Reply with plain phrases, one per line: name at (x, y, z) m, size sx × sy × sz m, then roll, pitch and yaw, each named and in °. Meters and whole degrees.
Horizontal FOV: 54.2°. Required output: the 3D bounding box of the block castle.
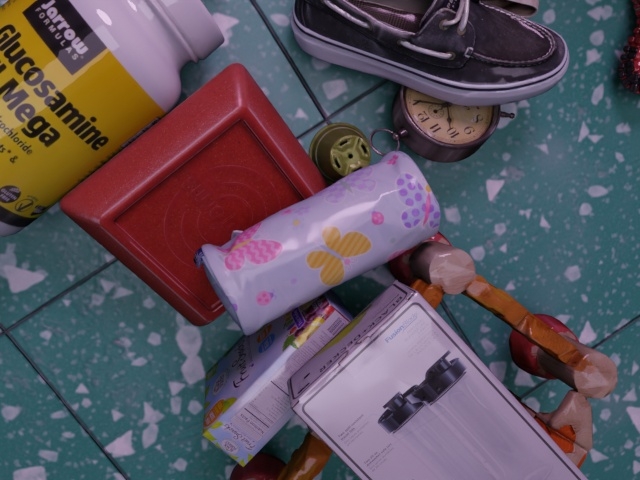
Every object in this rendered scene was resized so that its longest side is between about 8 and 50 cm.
block castle at (0.119, 0.238, 0.803) m, size 0.303 × 0.213 × 0.453 m, roll 35°, pitch 90°, yaw -7°

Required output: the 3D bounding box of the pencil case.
pencil case at (0.000, 0.000, 0.712) m, size 0.273 × 0.124 × 0.113 m, roll -27°, pitch 112°, yaw -9°

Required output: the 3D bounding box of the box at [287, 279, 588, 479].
box at (0.123, 0.201, 0.649) m, size 0.169 × 0.087 × 0.290 m, roll -44°, pitch 98°, yaw -1°

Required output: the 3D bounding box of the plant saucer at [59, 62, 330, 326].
plant saucer at (-0.120, -0.031, 0.748) m, size 0.259 × 0.047 × 0.258 m, roll -38°, pitch 128°, yaw 0°

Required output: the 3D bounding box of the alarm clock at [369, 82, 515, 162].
alarm clock at (0.140, -0.155, 0.787) m, size 0.192 × 0.064 × 0.129 m, roll -29°, pitch 79°, yaw -20°

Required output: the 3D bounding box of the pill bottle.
pill bottle at (-0.278, -0.173, 0.681) m, size 0.334 × 0.188 × 0.188 m, roll -39°, pitch 103°, yaw 0°

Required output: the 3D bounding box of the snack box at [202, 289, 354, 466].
snack box at (-0.052, 0.147, 0.775) m, size 0.070 × 0.174 × 0.207 m, roll 42°, pitch 91°, yaw -14°

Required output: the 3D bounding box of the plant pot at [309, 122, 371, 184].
plant pot at (0.032, -0.108, 0.793) m, size 0.083 × 0.079 × 0.083 m, roll -1°, pitch 99°, yaw -9°

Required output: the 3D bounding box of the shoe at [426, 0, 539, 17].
shoe at (0.172, -0.311, 0.776) m, size 0.219 × 0.076 × 0.058 m, roll -2°, pitch 78°, yaw -10°

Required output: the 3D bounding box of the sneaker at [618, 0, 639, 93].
sneaker at (0.469, -0.300, 0.833) m, size 0.093 × 0.088 × 0.225 m, roll 9°, pitch 99°, yaw -30°

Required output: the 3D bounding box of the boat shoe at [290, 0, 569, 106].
boat shoe at (0.127, -0.244, 0.719) m, size 0.335 × 0.119 × 0.121 m, roll 10°, pitch 68°, yaw 2°
